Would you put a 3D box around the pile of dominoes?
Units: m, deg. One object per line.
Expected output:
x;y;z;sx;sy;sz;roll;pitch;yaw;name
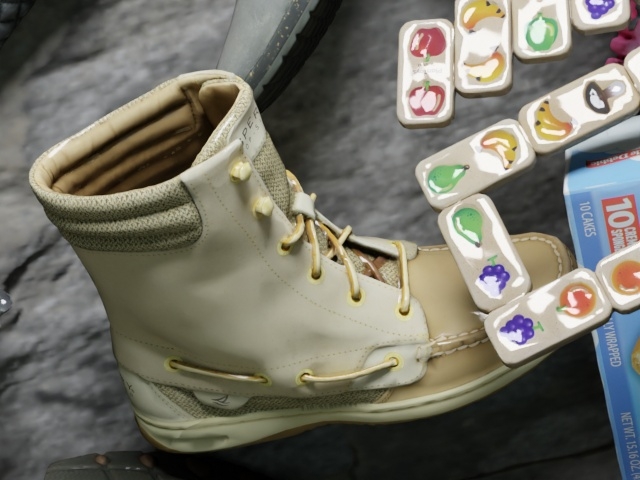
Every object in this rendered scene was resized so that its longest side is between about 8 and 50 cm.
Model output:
0.158;-0.080;0.766;0.251;0.040;0.196;-27;67;5;pile of dominoes

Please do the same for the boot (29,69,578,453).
0.000;0.000;0.830;0.261;0.095;0.203;-13;130;7;boot

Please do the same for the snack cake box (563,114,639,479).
0.228;0.060;0.853;0.152;0.089;0.264;-10;114;14;snack cake box

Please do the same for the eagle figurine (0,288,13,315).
-0.321;0.131;0.852;0.298;0.225;0.226;-7;142;-25;eagle figurine

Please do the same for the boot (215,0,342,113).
-0.047;-0.202;0.835;0.161;0.083;0.247;24;102;5;boot

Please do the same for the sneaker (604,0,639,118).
0.182;-0.083;0.878;0.057;0.047;0.119;14;104;-17;sneaker

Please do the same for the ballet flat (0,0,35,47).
-0.161;-0.157;0.832;0.057;0.049;0.173;42;107;22;ballet flat

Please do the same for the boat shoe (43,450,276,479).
-0.013;0.217;0.904;0.324;0.122;0.120;17;108;-6;boat shoe
